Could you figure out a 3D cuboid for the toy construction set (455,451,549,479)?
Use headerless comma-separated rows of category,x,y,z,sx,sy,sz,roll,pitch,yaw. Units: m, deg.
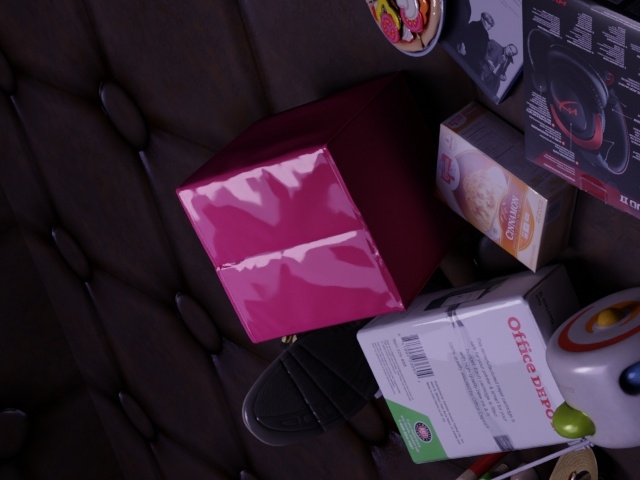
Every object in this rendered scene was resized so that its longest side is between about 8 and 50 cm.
toy construction set,0.299,0.491,2.292,0.309,0.237,0.257,51,153,10

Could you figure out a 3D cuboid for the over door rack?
over door rack,0.257,0.228,2.175,0.324,0.108,0.239,-37,88,42

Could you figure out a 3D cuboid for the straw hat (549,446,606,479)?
straw hat,0.392,0.372,2.196,0.061,0.144,0.144,18,160,-18

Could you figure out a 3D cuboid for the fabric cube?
fabric cube,0.011,-0.043,2.053,0.258,0.254,0.259,-15,109,34

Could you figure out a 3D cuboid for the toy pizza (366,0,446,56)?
toy pizza,0.092,-0.327,1.883,0.201,0.032,0.201,47,148,42

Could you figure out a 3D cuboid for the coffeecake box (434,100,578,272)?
coffeecake box,0.239,-0.071,1.943,0.185,0.068,0.142,39,150,29

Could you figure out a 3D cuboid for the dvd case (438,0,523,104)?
dvd case,0.201,-0.291,1.800,0.179,0.029,0.239,50,152,11

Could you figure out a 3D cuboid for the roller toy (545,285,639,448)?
roller toy,0.380,0.145,1.827,0.191,0.209,0.146,-16,108,38

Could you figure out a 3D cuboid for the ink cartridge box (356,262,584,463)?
ink cartridge box,0.224,0.170,2.014,0.289,0.121,0.211,-15,103,41

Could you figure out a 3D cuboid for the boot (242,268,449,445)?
boot,0.006,0.183,2.287,0.138,0.377,0.284,49,159,-5

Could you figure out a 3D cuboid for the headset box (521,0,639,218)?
headset box,0.335,-0.161,1.640,0.218,0.110,0.293,33,145,37
